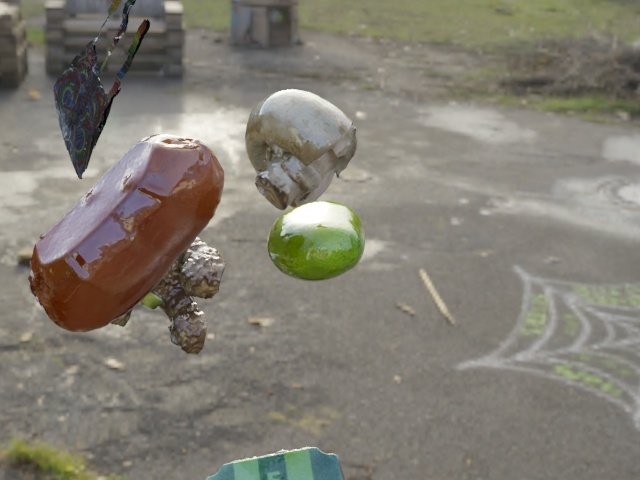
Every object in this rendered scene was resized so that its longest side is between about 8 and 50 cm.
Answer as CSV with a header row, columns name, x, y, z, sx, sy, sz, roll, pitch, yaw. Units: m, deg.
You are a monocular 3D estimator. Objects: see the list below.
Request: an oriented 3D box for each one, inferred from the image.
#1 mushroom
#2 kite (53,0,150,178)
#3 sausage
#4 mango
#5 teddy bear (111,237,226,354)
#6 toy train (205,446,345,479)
name,x,y,z,sx,sy,sz,roll,pitch,yaw
mushroom,-0.060,-0.169,1.876,0.189,0.254,0.195,40,67,14
kite,-0.270,-0.207,1.267,0.015,0.285,0.152,-4,62,-35
sausage,-0.214,-0.009,1.146,0.133,0.258,0.133,41,-4,4
mango,-0.007,0.000,1.211,0.117,0.089,0.163,-4,6,5
teddy bear,-0.307,0.042,1.752,0.222,0.246,0.296,8,22,-26
toy train,-0.073,0.519,1.912,0.299,0.167,0.238,-10,58,1
